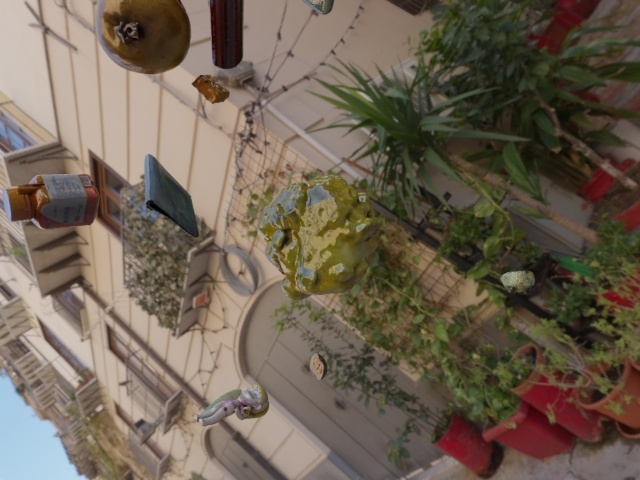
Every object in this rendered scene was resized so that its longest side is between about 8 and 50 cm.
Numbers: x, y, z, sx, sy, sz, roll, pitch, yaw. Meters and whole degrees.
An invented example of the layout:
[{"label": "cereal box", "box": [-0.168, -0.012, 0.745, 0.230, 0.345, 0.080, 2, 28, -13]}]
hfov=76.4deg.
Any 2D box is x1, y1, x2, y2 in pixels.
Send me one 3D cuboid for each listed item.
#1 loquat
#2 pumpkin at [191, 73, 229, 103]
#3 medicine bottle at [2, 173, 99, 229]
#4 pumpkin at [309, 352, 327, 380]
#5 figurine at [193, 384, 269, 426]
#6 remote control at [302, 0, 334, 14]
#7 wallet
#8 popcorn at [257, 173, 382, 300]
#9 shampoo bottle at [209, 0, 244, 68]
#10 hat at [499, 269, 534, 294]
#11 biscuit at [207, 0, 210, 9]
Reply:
[{"label": "loquat", "box": [-0.396, -0.479, 0.912, 0.208, 0.208, 0.208, -49, -12, -15]}, {"label": "pumpkin", "box": [-0.286, -0.392, 1.060, 0.054, 0.074, 0.083, -44, 8, 26]}, {"label": "medicine bottle", "box": [-0.798, -0.114, 1.212, 0.222, 0.112, 0.149, -12, -30, -44]}, {"label": "pumpkin", "box": [0.000, 0.324, 1.038, 0.050, 0.028, 0.083, -67, 22, 14]}, {"label": "figurine", "box": [-0.193, 0.382, 0.921, 0.188, 0.083, 0.083, -5, -45, -46]}, {"label": "remote control", "box": [-0.092, -0.738, 1.120, 0.038, 0.310, 0.090, -52, -3, -18]}, {"label": "wallet", "box": [-0.583, -0.163, 1.585, 0.054, 0.251, 0.290, -25, -35, 6]}, {"label": "popcorn", "box": [0.000, 0.000, 0.776, 0.192, 0.233, 0.265, -16, -36, -51]}, {"label": "shampoo bottle", "box": [-0.186, -0.485, 0.812, 0.260, 0.065, 0.102, 107, 179, -55]}, {"label": "hat", "box": [0.516, 0.111, 1.059, 0.077, 0.059, 0.076, 15, -29, -37]}, {"label": "biscuit", "box": [-0.255, -0.594, 0.997, 0.183, 0.047, 0.319, -105, 5, -61]}]
